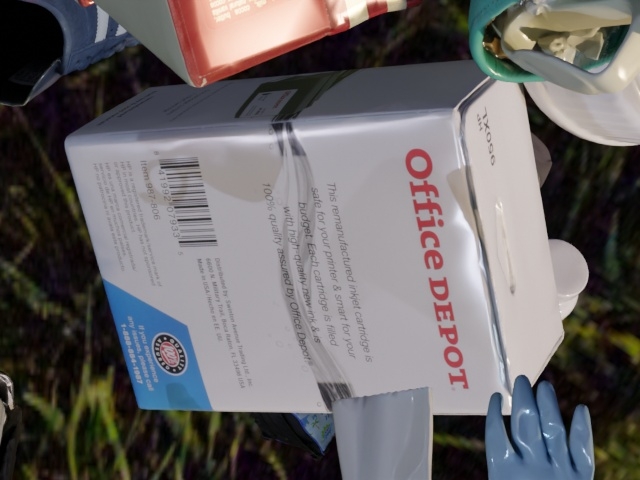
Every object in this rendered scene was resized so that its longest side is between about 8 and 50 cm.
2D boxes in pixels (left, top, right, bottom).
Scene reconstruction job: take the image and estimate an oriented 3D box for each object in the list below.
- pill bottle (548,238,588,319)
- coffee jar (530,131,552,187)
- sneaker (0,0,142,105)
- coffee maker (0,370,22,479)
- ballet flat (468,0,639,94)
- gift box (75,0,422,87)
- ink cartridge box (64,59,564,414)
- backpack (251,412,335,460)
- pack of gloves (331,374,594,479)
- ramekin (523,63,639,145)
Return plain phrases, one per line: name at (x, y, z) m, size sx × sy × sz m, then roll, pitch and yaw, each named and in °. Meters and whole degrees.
pill bottle at (0.221, 0.061, 1.730) m, size 0.087 × 0.160 × 0.087 m, roll 8°, pitch 62°, yaw -16°
coffee jar at (0.217, -0.114, 2.167) m, size 0.096 × 0.184 × 0.079 m, roll 35°, pitch 75°, yaw -38°
sneaker at (-0.189, -0.160, 1.165) m, size 0.131 × 0.350 × 0.148 m, roll 5°, pitch 84°, yaw 29°
coffee maker at (-0.259, 0.197, 1.107) m, size 0.120 × 0.171 × 0.178 m, roll -9°, pitch 52°, yaw 14°
ballet flat at (0.153, -0.104, 0.686) m, size 0.083 × 0.247 × 0.087 m, roll 23°, pitch 75°, yaw -32°
gift box at (-0.041, -0.272, 0.873) m, size 0.255 × 0.276 × 0.258 m, roll -20°, pitch 29°, yaw -19°
ink cartridge box at (0.000, 0.000, 1.484) m, size 0.395 × 0.285 × 0.166 m, roll -2°, pitch 22°, yaw 28°
backpack at (-0.034, 0.172, 1.785) m, size 0.105 × 0.114 × 0.084 m, roll 16°, pitch 63°, yaw 39°
pack of gloves at (0.094, 0.208, 1.066) m, size 0.195 × 0.046 × 0.232 m, roll -13°, pitch 79°, yaw 31°
ramekin at (0.306, -0.204, 1.385) m, size 0.273 × 0.272 × 0.127 m, roll -21°, pitch 25°, yaw -21°
